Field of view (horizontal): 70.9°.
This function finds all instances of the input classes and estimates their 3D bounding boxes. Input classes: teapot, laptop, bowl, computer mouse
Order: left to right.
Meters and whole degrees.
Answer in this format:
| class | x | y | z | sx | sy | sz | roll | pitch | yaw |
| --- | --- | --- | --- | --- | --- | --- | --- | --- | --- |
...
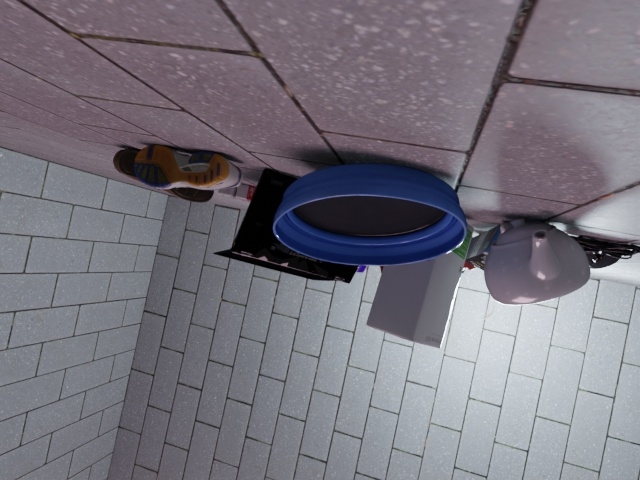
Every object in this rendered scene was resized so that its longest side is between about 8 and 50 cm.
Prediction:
| class | x | y | z | sx | sy | sz | roll | pitch | yaw |
| --- | --- | --- | --- | --- | --- | --- | --- | --- | --- |
| laptop | -0.080 | -0.018 | 1.382 | 0.382 | 0.407 | 0.236 | 16 | -156 | -23 |
| bowl | 0.099 | -0.040 | 0.941 | 0.392 | 0.077 | 0.391 | 3 | 159 | 1 |
| teapot | 0.510 | 0.035 | 1.103 | 0.253 | 0.187 | 0.256 | -20 | -179 | -35 |
| computer mouse | 0.766 | 0.041 | 1.282 | 0.189 | 0.072 | 0.272 | 11 | 179 | 22 |

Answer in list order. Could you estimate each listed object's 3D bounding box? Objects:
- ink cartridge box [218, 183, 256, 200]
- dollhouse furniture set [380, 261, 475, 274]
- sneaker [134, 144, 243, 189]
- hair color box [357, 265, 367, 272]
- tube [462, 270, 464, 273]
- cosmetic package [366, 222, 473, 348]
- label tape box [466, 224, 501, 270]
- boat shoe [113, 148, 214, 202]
| class | x | y | z | sx | sy | sz | roll | pitch | yaw |
| --- | --- | --- | --- | --- | --- | --- | --- | --- | --- |
| ink cartridge box | -0.312 | -0.185 | 1.694 | 0.135 | 0.056 | 0.099 | 11 | 179 | -11 |
| dollhouse furniture set | 0.414 | 0.046 | 1.703 | 0.375 | 0.152 | 0.201 | -5 | 180 | -5 |
| sneaker | -0.341 | -0.172 | 1.163 | 0.297 | 0.111 | 0.131 | 12 | 180 | 22 |
| hair color box | 0.000 | 0.000 | 1.605 | 0.339 | 0.185 | 0.110 | 5 | 141 | -12 |
| tube | 0.470 | 0.140 | 1.789 | 0.207 | 0.052 | 0.080 | -11 | -174 | 27 |
| cosmetic package | 0.284 | 0.100 | 1.266 | 0.155 | 0.365 | 0.197 | 11 | 172 | 40 |
| label tape box | 0.602 | 0.072 | 1.437 | 0.241 | 0.105 | 0.333 | 28 | 173 | 5 |
| boat shoe | -0.482 | -0.208 | 1.402 | 0.307 | 0.110 | 0.104 | 25 | 175 | -37 |
